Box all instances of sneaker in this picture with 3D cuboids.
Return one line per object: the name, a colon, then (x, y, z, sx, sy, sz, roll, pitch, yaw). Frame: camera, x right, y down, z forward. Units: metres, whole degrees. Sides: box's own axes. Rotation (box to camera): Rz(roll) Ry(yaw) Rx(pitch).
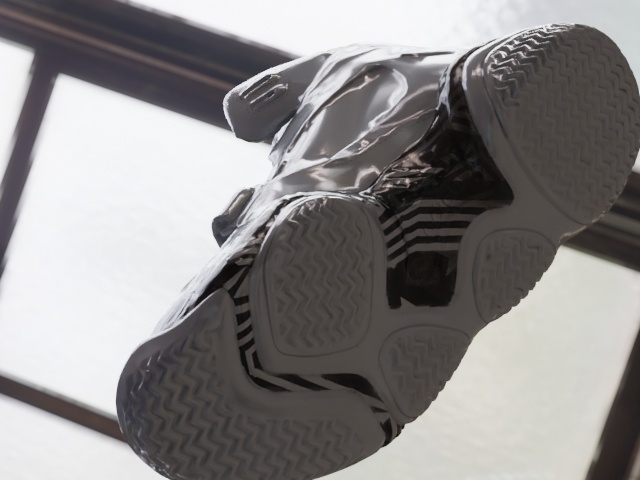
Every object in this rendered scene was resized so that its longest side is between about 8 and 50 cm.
sneaker: (0.000, 0.000, 0.976, 0.366, 0.210, 0.137, -39, -63, -28)
